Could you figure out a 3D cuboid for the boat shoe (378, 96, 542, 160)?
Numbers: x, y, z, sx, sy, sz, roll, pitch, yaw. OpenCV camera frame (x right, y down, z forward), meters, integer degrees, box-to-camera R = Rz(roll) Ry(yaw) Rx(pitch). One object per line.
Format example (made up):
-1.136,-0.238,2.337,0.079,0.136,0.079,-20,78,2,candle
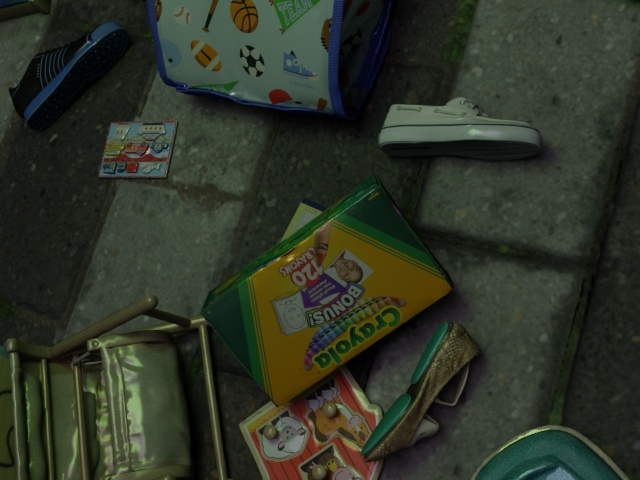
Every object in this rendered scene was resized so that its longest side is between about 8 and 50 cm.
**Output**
0.183,-0.155,1.225,0.226,0.083,0.076,4,76,25,boat shoe

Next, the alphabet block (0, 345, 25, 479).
-0.510,0.258,1.323,0.193,0.192,0.197,-4,72,23,alphabet block

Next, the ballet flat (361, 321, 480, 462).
0.130,0.200,1.142,0.067,0.073,0.206,34,90,-4,ballet flat

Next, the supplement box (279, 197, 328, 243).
0.000,0.000,1.266,0.083,0.056,0.083,25,84,27,supplement box

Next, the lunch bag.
-0.064,-0.382,1.315,0.327,0.239,0.386,13,101,24,lunch bag

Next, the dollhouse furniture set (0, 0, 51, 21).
-0.622,-0.544,1.569,0.198,0.303,0.287,-6,71,20,dollhouse furniture set

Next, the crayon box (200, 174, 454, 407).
0.008,0.066,1.183,0.278,0.081,0.165,-35,102,9,crayon box

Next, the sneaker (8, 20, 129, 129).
-0.423,-0.291,1.527,0.232,0.081,0.090,-41,70,7,sneaker

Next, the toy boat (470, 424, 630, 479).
0.222,0.372,0.999,0.318,0.148,0.267,-39,63,6,toy boat

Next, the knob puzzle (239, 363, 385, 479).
-0.001,0.271,1.193,0.213,0.030,0.213,-7,70,20,knob puzzle

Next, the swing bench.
-0.275,0.237,1.247,0.254,0.165,0.253,-18,67,20,swing bench

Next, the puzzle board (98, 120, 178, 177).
-0.291,-0.145,1.463,0.128,0.011,0.096,2,74,23,puzzle board
